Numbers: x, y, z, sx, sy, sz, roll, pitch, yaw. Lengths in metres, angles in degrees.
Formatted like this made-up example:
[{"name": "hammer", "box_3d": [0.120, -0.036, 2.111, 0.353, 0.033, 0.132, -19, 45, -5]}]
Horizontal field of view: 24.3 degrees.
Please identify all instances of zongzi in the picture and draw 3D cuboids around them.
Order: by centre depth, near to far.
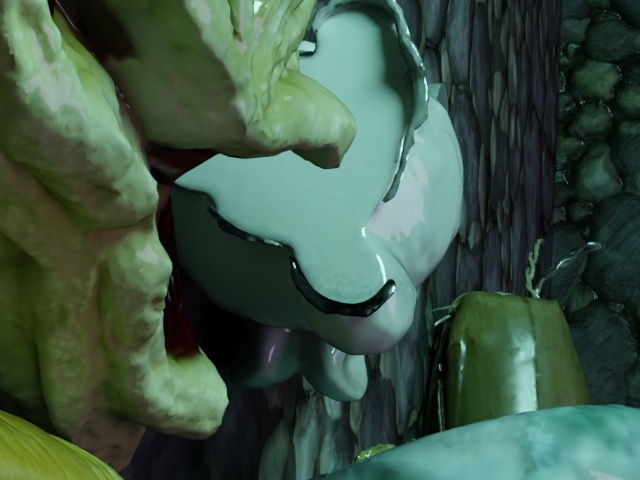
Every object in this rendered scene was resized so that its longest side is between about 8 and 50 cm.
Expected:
[{"name": "zongzi", "box_3d": [0.202, 0.286, 1.858, 0.467, 0.218, 0.500, 116, -27, -62]}]

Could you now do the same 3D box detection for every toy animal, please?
[{"name": "toy animal", "box_3d": [0.000, 0.000, 0.996, 0.357, 0.194, 0.258, 76, 10, -65]}]

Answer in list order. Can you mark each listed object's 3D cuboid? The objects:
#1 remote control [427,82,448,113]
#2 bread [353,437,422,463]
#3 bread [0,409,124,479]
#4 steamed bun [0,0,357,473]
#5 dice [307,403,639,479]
[{"name": "remote control", "box_3d": [0.120, -0.071, 1.685, 0.077, 0.022, 0.245, 69, 28, -58]}, {"name": "bread", "box_3d": [0.096, 0.361, 1.270, 0.245, 0.233, 0.361, -26, 113, -71]}, {"name": "bread", "box_3d": [-0.159, 0.120, 0.519, 0.288, 0.119, 0.152, 42, 55, -69]}, {"name": "steamed bun", "box_3d": [-0.091, -0.088, 0.646, 0.428, 0.189, 0.247, 72, 17, -48]}, {"name": "dice", "box_3d": [0.138, 0.315, 0.998, 0.348, 0.330, 0.328, 9, 56, -41]}]
